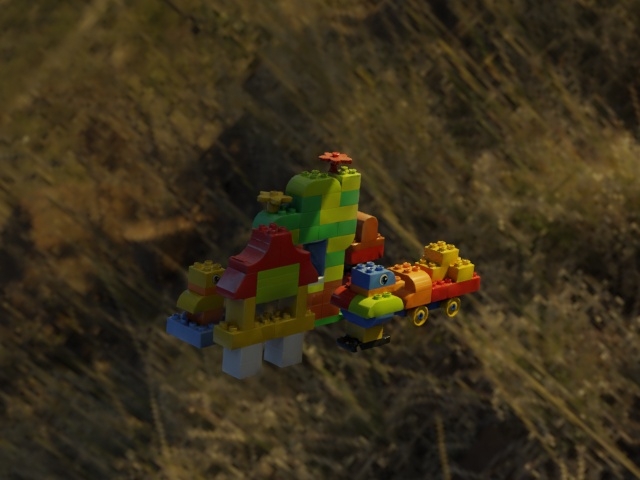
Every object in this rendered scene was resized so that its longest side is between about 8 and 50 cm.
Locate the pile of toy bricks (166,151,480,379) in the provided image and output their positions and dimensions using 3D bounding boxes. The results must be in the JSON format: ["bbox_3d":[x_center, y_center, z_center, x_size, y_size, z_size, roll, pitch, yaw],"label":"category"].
[{"bbox_3d":[0.000,0.000,0.796,0.118,0.212,0.105,21,112,42],"label":"pile of toy bricks"}]
